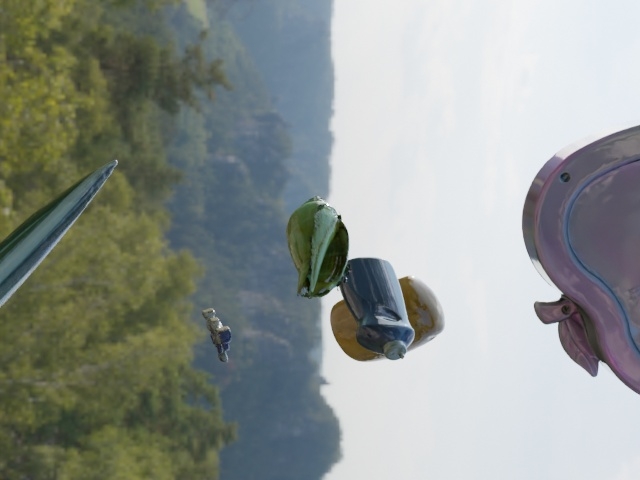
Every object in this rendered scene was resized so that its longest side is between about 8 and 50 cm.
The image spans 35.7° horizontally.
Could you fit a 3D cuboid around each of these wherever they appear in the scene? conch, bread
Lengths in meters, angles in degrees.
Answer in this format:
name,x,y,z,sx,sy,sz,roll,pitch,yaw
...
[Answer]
name,x,y,z,sx,sy,sz,roll,pitch,yaw
conch,-0.002,0.000,1.464,0.079,0.095,0.201,115,-28,-51
bread,0.120,0.155,1.849,0.147,0.217,0.098,54,28,-17

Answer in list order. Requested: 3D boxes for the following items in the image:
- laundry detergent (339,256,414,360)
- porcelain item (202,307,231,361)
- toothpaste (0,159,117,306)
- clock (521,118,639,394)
name,x,y,z,sx,sy,sz,roll,pitch,yaw
laundry detergent,0.092,0.113,1.572,0.206,0.096,0.061,-109,-157,-47
porcelain item,-0.158,0.158,1.570,0.136,0.021,0.075,-149,-136,-70
toothpaste,-0.410,0.020,1.357,0.098,0.061,0.392,-21,-154,47
clock,0.397,0.016,1.146,0.102,0.338,0.339,-50,139,-83
